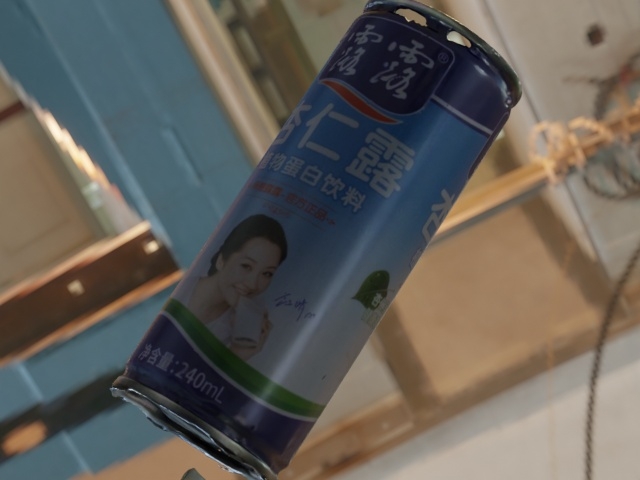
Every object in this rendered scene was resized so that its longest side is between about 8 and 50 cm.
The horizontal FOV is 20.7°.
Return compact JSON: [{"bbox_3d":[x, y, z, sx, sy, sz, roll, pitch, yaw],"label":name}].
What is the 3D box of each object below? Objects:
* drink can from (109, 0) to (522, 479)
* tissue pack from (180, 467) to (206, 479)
[{"bbox_3d":[0.000,0.000,0.856,0.097,0.097,0.235,14,-114,55],"label":"drink can"},{"bbox_3d":[-0.019,0.162,0.635,0.026,0.122,0.193,-40,-171,11],"label":"tissue pack"}]
